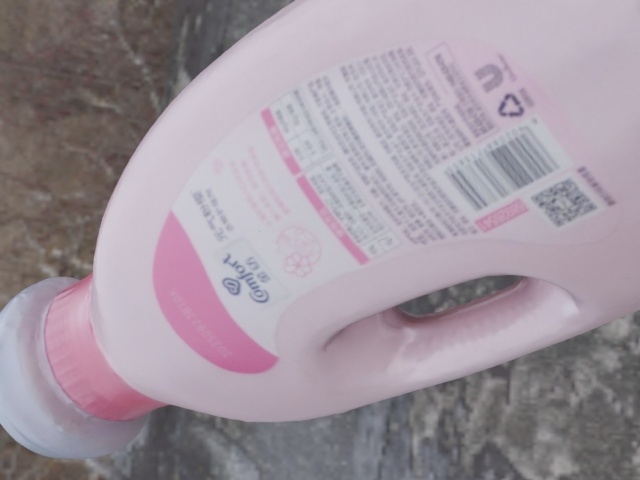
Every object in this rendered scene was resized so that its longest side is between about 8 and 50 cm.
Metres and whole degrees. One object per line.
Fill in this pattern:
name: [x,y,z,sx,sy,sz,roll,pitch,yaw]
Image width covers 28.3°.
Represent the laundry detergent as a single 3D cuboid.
laundry detergent: [0.000,0.000,0.475,0.335,0.159,0.088,-28,22,35]
